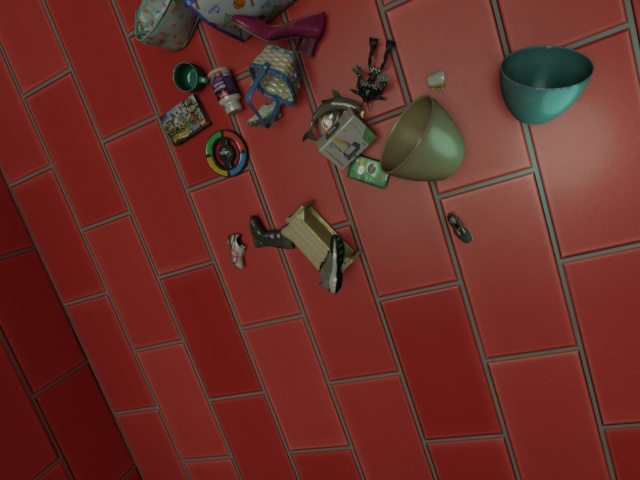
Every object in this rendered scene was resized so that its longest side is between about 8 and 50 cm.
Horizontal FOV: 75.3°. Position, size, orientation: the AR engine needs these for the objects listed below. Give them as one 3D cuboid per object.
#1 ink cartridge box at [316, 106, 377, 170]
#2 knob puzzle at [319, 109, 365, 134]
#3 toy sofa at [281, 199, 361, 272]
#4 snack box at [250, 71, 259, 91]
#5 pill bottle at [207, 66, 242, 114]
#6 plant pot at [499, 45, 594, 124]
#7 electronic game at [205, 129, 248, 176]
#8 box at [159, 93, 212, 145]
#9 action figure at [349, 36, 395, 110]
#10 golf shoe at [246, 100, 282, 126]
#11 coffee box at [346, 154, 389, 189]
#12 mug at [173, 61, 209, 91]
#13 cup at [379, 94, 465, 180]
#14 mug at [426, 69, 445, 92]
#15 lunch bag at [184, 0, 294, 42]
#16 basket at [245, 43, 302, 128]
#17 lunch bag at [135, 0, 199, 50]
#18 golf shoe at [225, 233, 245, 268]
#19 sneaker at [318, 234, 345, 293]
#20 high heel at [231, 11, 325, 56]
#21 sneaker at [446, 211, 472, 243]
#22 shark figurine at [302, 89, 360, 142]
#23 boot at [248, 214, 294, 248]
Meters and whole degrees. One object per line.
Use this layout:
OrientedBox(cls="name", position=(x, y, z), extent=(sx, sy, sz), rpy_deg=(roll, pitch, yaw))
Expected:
OrientedBox(cls="ink cartridge box", position=(0.109, -0.429, 1.768), extent=(0.212, 0.093, 0.154), rpy_deg=(-40, 126, 22))
OrientedBox(cls="knob puzzle", position=(0.081, -0.512, 1.836), extent=(0.213, 0.030, 0.213), rpy_deg=(5, 107, 17))
OrientedBox(cls="toy sofa", position=(0.000, 0.000, 1.939), extent=(0.362, 0.150, 0.177), rpy_deg=(46, 116, 1))
OrientedBox(cls="snack box", position=(-0.251, -0.765, 1.877), extent=(0.064, 0.022, 0.178), rpy_deg=(36, 113, 7))
OrientedBox(cls="pill bottle", position=(-0.432, -0.685, 1.910), extent=(0.108, 0.108, 0.194), rpy_deg=(-20, 98, 22))
OrientedBox(cls="plant pot", position=(0.789, -0.537, 1.495), extent=(0.290, 0.290, 0.195), rpy_deg=(6, 141, 16))
OrientedBox(cls="electronic game", position=(-0.460, -0.424, 2.024), extent=(0.229, 0.048, 0.229), rpy_deg=(5, 106, 17))
OrientedBox(cls="box", position=(-0.666, -0.590, 2.046), extent=(0.233, 0.044, 0.159), rpy_deg=(-24, 96, 22))
OrientedBox(cls="action figure", position=(0.208, -0.677, 1.692), extent=(0.164, 0.141, 0.276), rpy_deg=(17, 106, 11))
OrientedBox(cls="golf shoe", position=(-0.264, -0.586, 1.918), extent=(0.176, 0.069, 0.086), rpy_deg=(-15, 83, 15))
OrientedBox(cls="coffee box", position=(0.219, -0.308, 1.842), extent=(0.184, 0.040, 0.113), rpy_deg=(19, 110, 12))
OrientedBox(cls="mug", position=(-0.600, -0.755, 1.951), extent=(0.158, 0.097, 0.129), rpy_deg=(45, 112, 1))
OrientedBox(cls="cup", position=(0.425, -0.364, 1.640), extent=(0.236, 0.331, 0.331), rpy_deg=(25, 113, -17))
OrientedBox(cls="mug", position=(0.463, -0.637, 1.665), extent=(0.064, 0.062, 0.078), rpy_deg=(-7, 96, 27))
OrientedBox(cls="lunch bag", position=(-0.327, -1.004, 1.640), extent=(0.327, 0.385, 0.239), rpy_deg=(-29, 95, 23))
OrientedBox(cls="basket", position=(-0.205, -0.649, 1.746), extent=(0.201, 0.255, 0.289), rpy_deg=(28, 85, 13))
OrientedBox(cls="lunch bag", position=(-0.685, -0.984, 1.847), extent=(0.160, 0.223, 0.262), rpy_deg=(45, 115, 8))
OrientedBox(cls="golf shoe", position=(-0.423, 0.057, 2.134), extent=(0.085, 0.067, 0.186), rpy_deg=(-12, 101, 19))
OrientedBox(cls="sneaker", position=(0.043, 0.103, 1.821), extent=(0.107, 0.100, 0.272), rpy_deg=(13, 111, 21))
OrientedBox(cls="high heel", position=(-0.164, -0.893, 1.677), extent=(0.127, 0.377, 0.181), rpy_deg=(53, 129, 45))
OrientedBox(cls="sneaker", position=(0.594, -0.047, 1.781), extent=(0.061, 0.065, 0.158), rpy_deg=(-38, 91, 23))
OrientedBox(cls="shark figurine", position=(0.012, -0.554, 1.782), extent=(0.278, 0.116, 0.166), rpy_deg=(-33, 77, 18))
OrientedBox(cls="boot", position=(-0.238, -0.040, 2.044), extent=(0.208, 0.076, 0.190), rpy_deg=(0, 119, 25))
